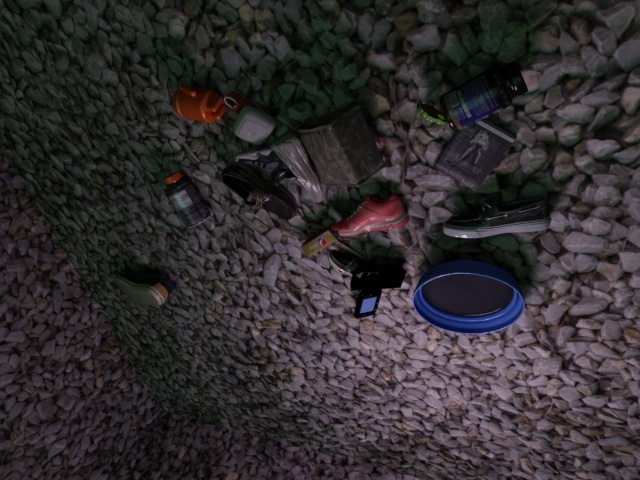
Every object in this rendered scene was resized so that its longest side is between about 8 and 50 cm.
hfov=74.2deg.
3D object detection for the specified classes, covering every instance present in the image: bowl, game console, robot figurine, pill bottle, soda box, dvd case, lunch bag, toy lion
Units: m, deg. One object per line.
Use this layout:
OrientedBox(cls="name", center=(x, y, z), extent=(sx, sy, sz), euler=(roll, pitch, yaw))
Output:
OrientedBox(cls="bowl", center=(-0.249, -0.421, 1.592), extent=(0.142, 0.053, 0.142), euler=(19, 141, -26))
OrientedBox(cls="game console", center=(0.225, 0.223, 1.789), extent=(0.213, 0.044, 0.361), euler=(-3, 139, -8))
OrientedBox(cls="bowl", center=(0.546, 0.216, 1.587), extent=(0.391, 0.077, 0.391), euler=(10, 139, 9))
OrientedBox(cls="robot figurine", center=(-0.475, -0.526, 1.627), extent=(0.220, 0.158, 0.128), euler=(14, 105, 18))
OrientedBox(cls="pill bottle", center=(0.467, -0.415, 1.217), extent=(0.219, 0.123, 0.122), euler=(-23, 109, 33))
OrientedBox(cls="soda box", center=(0.000, 0.000, 1.764), extent=(0.181, 0.061, 0.058), euler=(-32, 104, 39))
OrientedBox(cls="dvd case", center=(0.492, -0.285, 1.367), extent=(0.165, 0.018, 0.221), euler=(32, 131, 6))
OrientedBox(cls="lunch bag", center=(0.052, -0.317, 1.466), extent=(0.287, 0.169, 0.235), euler=(12, 136, 57))
OrientedBox(cls="pill bottle", center=(-0.615, -0.192, 1.929), extent=(0.130, 0.130, 0.245), euler=(-12, 115, 33))
OrientedBox(cls="toy lion", center=(0.350, -0.392, 1.315), extent=(0.100, 0.096, 0.034), euler=(36, 131, 0))

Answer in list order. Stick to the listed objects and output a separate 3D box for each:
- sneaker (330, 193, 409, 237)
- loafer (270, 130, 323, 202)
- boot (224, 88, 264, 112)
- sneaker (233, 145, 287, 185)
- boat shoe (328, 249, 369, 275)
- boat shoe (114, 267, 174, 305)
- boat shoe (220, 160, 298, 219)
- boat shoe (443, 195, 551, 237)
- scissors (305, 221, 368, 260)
OrientedBox(cls="sneaker", center=(0.176, -0.101, 1.616), extent=(0.314, 0.116, 0.136), euler=(-11, 106, 25))
OrientedBox(cls="loafer", center=(-0.081, -0.259, 1.577), extent=(0.112, 0.112, 0.319), euler=(-26, 129, 5))
OrientedBox(cls="boot", center=(-0.286, -0.495, 1.580), extent=(0.158, 0.084, 0.059), euler=(36, 128, -2))
OrientedBox(cls="sneaker", center=(-0.213, -0.293, 1.668), extent=(0.269, 0.101, 0.153), euler=(-1, 119, 25))
OrientedBox(cls="boat shoe", center=(0.139, 0.102, 1.774), extent=(0.233, 0.084, 0.079), euler=(34, 135, -8))
OrientedBox(cls="boat shoe", center=(-1.017, 0.261, 2.441), extent=(0.500, 0.156, 0.186), euler=(2, 128, 40))
OrientedBox(cls="boat shoe", center=(-0.263, -0.185, 1.750), extent=(0.355, 0.130, 0.132), euler=(32, 131, 4))
OrientedBox(cls="boat shoe", center=(0.578, -0.088, 1.411), extent=(0.335, 0.121, 0.119), euler=(-7, 111, 19))
OrientedBox(cls="scissors", center=(0.071, 0.003, 1.781), extent=(0.297, 0.021, 0.109), euler=(19, 127, 16))
